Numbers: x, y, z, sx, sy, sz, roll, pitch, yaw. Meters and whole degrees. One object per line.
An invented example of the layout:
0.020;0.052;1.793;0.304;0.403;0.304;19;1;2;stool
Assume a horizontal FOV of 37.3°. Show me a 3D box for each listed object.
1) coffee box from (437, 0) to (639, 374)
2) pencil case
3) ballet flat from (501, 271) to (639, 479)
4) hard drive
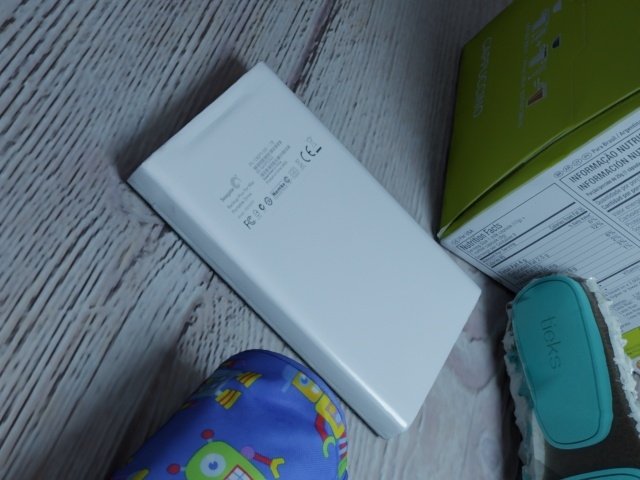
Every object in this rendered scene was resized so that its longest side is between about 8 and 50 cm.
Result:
0.368;-0.118;1.018;0.334;0.338;0.337;31;47;-21;coffee box
-0.092;0.198;0.585;0.133;0.119;0.306;31;43;12;pencil case
0.257;0.218;0.871;0.147;0.147;0.408;24;51;-27;ballet flat
0.000;0.000;0.847;0.307;0.040;0.203;46;44;-8;hard drive
